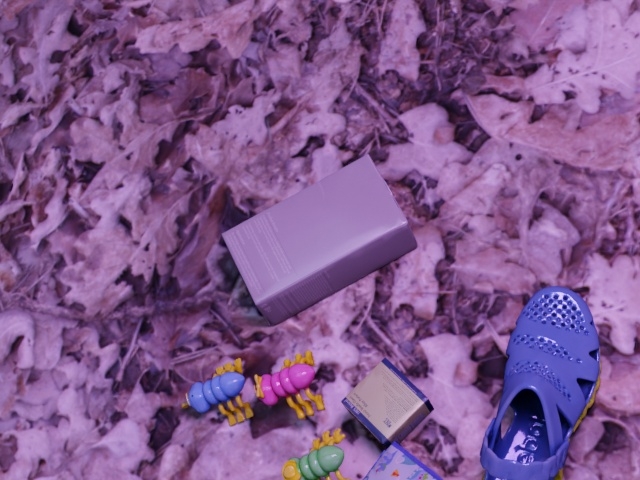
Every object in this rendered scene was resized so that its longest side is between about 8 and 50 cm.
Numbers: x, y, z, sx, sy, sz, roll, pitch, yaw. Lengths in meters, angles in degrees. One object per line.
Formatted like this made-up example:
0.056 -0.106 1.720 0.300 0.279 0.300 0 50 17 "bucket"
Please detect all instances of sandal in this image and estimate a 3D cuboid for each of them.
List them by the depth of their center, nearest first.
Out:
0.273 0.201 1.618 0.126 0.138 0.317 7 69 19 "sandal"

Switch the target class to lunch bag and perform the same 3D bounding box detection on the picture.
0.105 0.341 1.623 0.151 0.096 0.129 34 80 36 "lunch bag"

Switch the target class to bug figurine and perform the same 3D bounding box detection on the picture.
-0.074 0.262 1.696 0.216 0.072 0.279 -29 62 21 "bug figurine"

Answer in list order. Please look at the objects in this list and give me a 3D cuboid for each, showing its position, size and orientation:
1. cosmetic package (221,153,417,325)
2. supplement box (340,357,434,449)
0.000 0.000 1.787 0.238 0.107 0.127 -26 64 0 "cosmetic package"
0.088 0.216 1.700 0.083 0.056 0.083 -45 65 -6 "supplement box"
